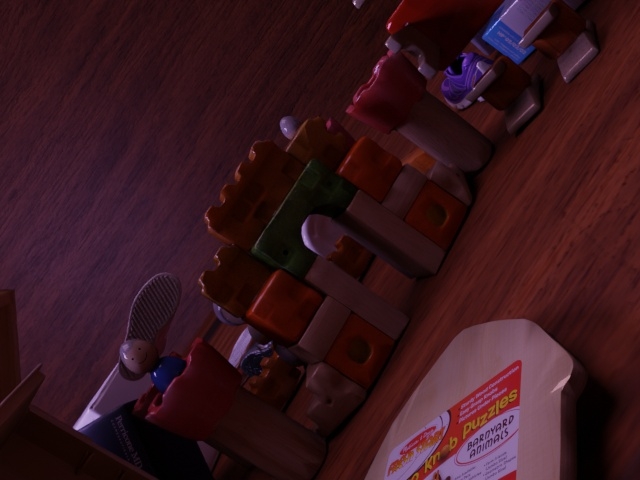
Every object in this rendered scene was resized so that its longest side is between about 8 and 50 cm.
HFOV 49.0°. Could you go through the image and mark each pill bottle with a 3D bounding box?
[{"bbox_3d":[0.000,0.000,1.053,0.108,0.108,0.180,-58,9,-19],"label":"pill bottle"}]

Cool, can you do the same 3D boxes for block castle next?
[{"bbox_3d":[-0.033,0.023,0.783,0.453,0.212,0.303,-58,9,-19],"label":"block castle"}]

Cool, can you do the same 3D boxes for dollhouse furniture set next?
[{"bbox_3d":[0.168,-0.283,0.682,0.259,0.262,0.135,-48,9,36],"label":"dollhouse furniture set"}]

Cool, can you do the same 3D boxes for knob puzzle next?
[{"bbox_3d":[0.078,0.122,0.384,0.213,0.030,0.213,-54,8,11],"label":"knob puzzle"}]

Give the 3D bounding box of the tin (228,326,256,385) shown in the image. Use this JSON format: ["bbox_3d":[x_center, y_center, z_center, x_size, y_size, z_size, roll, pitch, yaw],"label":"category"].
[{"bbox_3d":[-0.131,0.196,1.287,0.106,0.040,0.190,-49,9,16],"label":"tin"}]

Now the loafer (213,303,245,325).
[{"bbox_3d":[-0.097,0.029,1.548,0.130,0.133,0.366,6,68,51],"label":"loafer"}]

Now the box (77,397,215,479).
[{"bbox_3d":[-0.260,0.304,0.892,0.207,0.153,0.108,-33,-12,18],"label":"box"}]

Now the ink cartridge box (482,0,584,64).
[{"bbox_3d":[0.279,-0.305,0.820,0.181,0.061,0.104,-45,12,54],"label":"ink cartridge box"}]

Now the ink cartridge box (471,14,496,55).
[{"bbox_3d":[0.245,-0.415,0.849,0.324,0.071,0.330,-51,-26,17],"label":"ink cartridge box"}]

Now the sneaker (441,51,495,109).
[{"bbox_3d":[0.198,-0.229,0.957,0.068,0.071,0.170,-55,7,-1],"label":"sneaker"}]

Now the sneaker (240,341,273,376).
[{"bbox_3d":[-0.050,0.133,1.033,0.170,0.051,0.089,-43,13,36],"label":"sneaker"}]

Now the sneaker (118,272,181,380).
[{"bbox_3d":[-0.206,0.101,0.855,0.070,0.051,0.134,-173,104,-86],"label":"sneaker"}]

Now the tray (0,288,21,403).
[{"bbox_3d":[-0.378,0.272,0.721,0.203,0.076,0.411,-91,1,-82],"label":"tray"}]

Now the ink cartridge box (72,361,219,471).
[{"bbox_3d":[-0.298,0.342,1.087,0.273,0.198,0.115,-51,10,33],"label":"ink cartridge box"}]

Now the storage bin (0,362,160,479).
[{"bbox_3d":[-0.202,0.264,0.622,0.123,0.262,0.260,-56,8,12],"label":"storage bin"}]
